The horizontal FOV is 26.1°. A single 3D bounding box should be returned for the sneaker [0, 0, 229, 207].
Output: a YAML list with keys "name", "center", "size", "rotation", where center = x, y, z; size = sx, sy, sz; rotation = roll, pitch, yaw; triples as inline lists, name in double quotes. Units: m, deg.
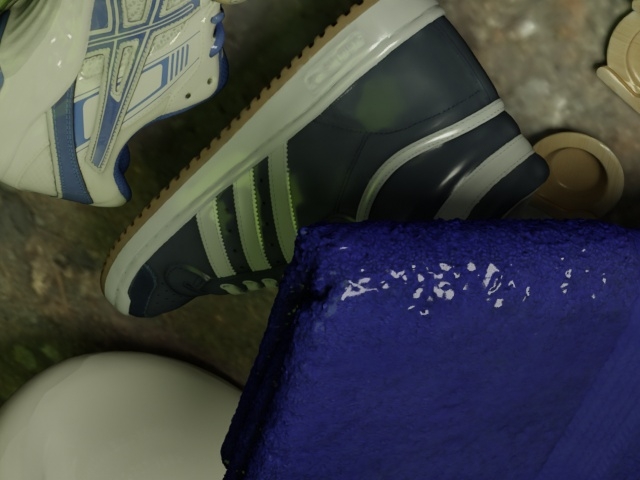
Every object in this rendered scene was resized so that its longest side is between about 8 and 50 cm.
- name: "sneaker"
  center: [-0.092, -0.141, 0.734]
  size: [0.131, 0.112, 0.296]
  rotation: [22, 126, -28]

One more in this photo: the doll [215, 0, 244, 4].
- name: "doll"
  center: [0.026, -0.158, 0.644]
  size: [0.189, 0.046, 0.129]
  rotation: [-17, 159, 14]

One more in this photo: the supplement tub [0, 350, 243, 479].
- name: "supplement tub"
  center: [-0.154, 0.251, 0.927]
  size: [0.228, 0.228, 0.316]
  rotation: [31, 129, 1]

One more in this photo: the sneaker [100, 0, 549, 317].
- name: "sneaker"
  center: [0.000, 0.000, 0.760]
  size: [0.153, 0.099, 0.282]
  rotation: [49, 125, 2]

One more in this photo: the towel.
- name: "towel"
  center: [0.107, 0.067, 0.692]
  size: [0.308, 0.076, 0.228]
  rotation: [-1, 134, -22]

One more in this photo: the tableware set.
- name: "tableware set"
  center: [0.187, -0.039, 0.719]
  size: [0.141, 0.020, 0.169]
  rotation: [32, 129, 1]
